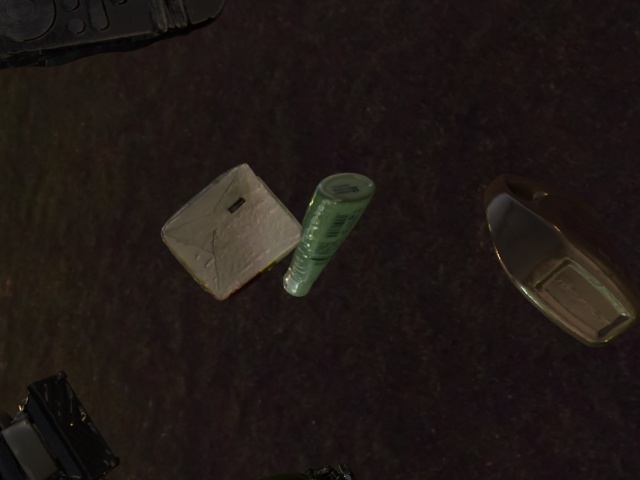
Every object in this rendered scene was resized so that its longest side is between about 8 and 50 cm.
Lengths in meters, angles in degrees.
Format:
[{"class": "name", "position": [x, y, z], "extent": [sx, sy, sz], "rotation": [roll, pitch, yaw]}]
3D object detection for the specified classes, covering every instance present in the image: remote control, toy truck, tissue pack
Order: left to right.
[{"class": "toy truck", "position": [-0.210, 0.167, 0.493], "extent": [0.083, 0.092, 0.192], "rotation": [53, 140, 9]}, {"class": "remote control", "position": [-0.220, -0.210, 0.626], "extent": [0.066, 0.266, 0.090], "rotation": [169, 88, -75]}, {"class": "tissue pack", "position": [-0.093, -0.004, 0.673], "extent": [0.106, 0.099, 0.149], "rotation": [-41, 7, -10]}]

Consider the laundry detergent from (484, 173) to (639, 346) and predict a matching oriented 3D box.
[{"class": "laundry detergent", "position": [0.240, -0.012, 0.698], "extent": [0.076, 0.171, 0.237], "rotation": [-46, 9, 28]}]

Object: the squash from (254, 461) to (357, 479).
[{"class": "squash", "position": [-0.102, 0.308, 0.677], "extent": [0.087, 0.332, 0.087], "rotation": [43, 146, 40]}]

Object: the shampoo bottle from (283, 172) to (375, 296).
[{"class": "shampoo bottle", "position": [0.000, 0.000, 0.756], "extent": [0.041, 0.069, 0.190], "rotation": [59, 146, 25]}]
